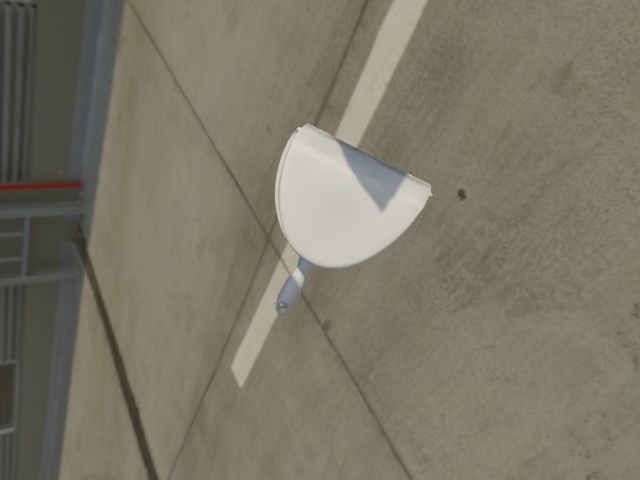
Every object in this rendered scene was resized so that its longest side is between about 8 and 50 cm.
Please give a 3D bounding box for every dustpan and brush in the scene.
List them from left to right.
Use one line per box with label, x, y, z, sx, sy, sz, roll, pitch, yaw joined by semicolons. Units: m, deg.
dustpan and brush;0.000;0.000;0.615;0.211;0.147;0.060;-62;8;18
